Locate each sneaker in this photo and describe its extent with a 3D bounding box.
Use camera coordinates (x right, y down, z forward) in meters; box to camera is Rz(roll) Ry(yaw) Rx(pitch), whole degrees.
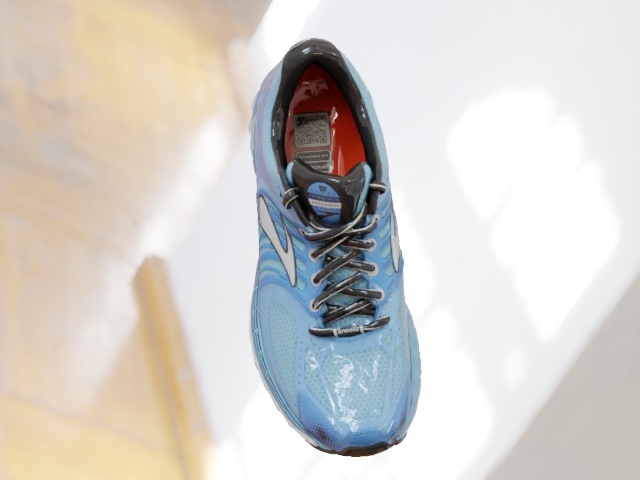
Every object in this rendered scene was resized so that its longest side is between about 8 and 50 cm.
[{"bbox_3d":[0.000,0.000,0.726,0.073,0.063,0.162,90,-10,-76],"label":"sneaker"}]
